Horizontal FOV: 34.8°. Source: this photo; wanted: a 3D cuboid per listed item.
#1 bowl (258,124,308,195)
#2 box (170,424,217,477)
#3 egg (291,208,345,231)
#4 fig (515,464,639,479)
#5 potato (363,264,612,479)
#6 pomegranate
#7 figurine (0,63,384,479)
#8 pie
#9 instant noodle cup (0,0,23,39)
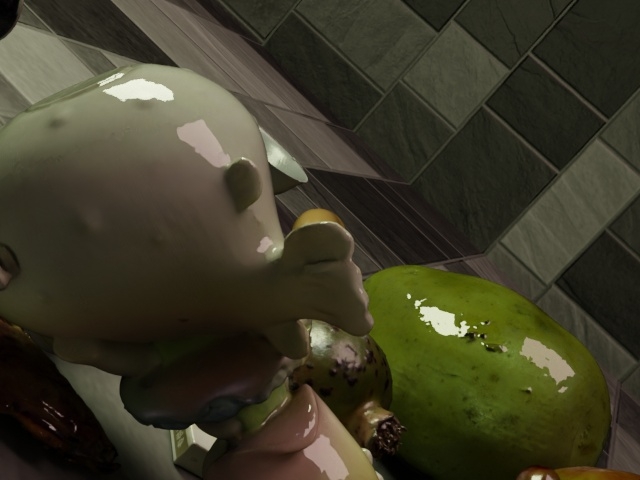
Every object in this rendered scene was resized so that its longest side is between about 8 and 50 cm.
[{"bbox_3d":[-0.116,-0.116,1.464,0.189,0.086,0.189,39,11,-9],"label":"bowl"},{"bbox_3d":[-0.080,0.137,0.847,0.109,0.029,0.198,36,15,-26],"label":"box"},{"bbox_3d":[0.000,0.000,1.433,0.080,0.080,0.096,34,14,-32],"label":"egg"},{"bbox_3d":[0.252,0.301,0.879,0.263,0.224,0.224,16,19,-14],"label":"fig"},{"bbox_3d":[0.151,0.149,1.058,0.304,0.216,0.216,25,1,35],"label":"potato"},{"bbox_3d":[0.006,0.117,0.815,0.130,0.130,0.130,39,13,-11],"label":"pomegranate"},{"bbox_3d":[-0.051,0.076,0.649,0.226,0.274,0.394,-36,108,-37],"label":"figurine"},{"bbox_3d":[-0.193,0.088,0.659,0.170,0.034,0.092,46,9,15],"label":"pie"},{"bbox_3d":[-0.400,-0.266,1.066,0.127,0.127,0.135,44,21,9],"label":"instant noodle cup"}]
